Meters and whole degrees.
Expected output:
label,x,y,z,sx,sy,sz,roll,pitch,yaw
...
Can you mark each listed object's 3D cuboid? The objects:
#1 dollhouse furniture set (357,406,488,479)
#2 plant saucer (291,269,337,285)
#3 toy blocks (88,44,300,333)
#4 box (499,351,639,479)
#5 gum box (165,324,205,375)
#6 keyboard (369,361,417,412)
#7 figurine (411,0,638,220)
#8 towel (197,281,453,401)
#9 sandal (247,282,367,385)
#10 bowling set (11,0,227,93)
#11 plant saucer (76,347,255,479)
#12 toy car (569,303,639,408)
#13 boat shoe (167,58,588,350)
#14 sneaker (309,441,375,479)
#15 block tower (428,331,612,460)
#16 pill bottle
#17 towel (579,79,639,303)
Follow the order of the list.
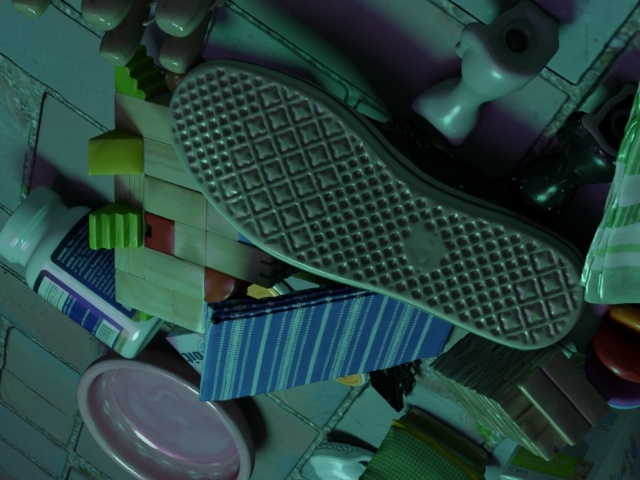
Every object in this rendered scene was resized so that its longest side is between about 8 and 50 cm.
label,x,y,z,sx,sy,sz,roll,pitch,yaw
dollhouse furniture set,0.202,0.359,1.953,0.301,0.197,0.151,31,150,8
plant saucer,0.000,0.000,1.824,0.188,0.045,0.188,16,143,31
toy blocks,-0.123,-0.030,1.745,0.261,0.190,0.381,18,119,28
box,0.317,0.245,1.680,0.114,0.203,0.103,10,140,38
gum box,-0.136,0.155,2.150,0.107,0.062,0.188,50,147,-20
keyboard,0.103,0.167,1.971,0.100,0.038,0.192,46,158,34
figurine,0.204,-0.119,1.430,0.215,0.092,0.209,39,153,-2
towel,0.016,0.110,1.754,0.243,0.336,0.040,102,155,-58
sandal,-0.051,0.134,2.023,0.265,0.076,0.102,44,149,-11
bowling set,-0.181,-0.269,1.589,0.287,0.154,0.200,14,161,31
plant saucer,-0.250,0.301,2.397,0.332,0.084,0.332,18,136,18
toy car,0.344,0.117,1.546,0.159,0.136,0.182,28,148,13
boat shoe,0.062,-0.041,1.559,0.500,0.156,0.187,27,104,0
sneaker,0.094,0.492,2.225,0.366,0.210,0.137,44,148,-11
block tower,0.221,0.169,1.658,0.097,0.091,0.335,49,174,-6
pill bottle,-0.344,0.043,2.122,0.264,0.153,0.153,36,149,1
towel,0.386,-0.032,1.319,0.247,0.038,0.325,5,142,4
